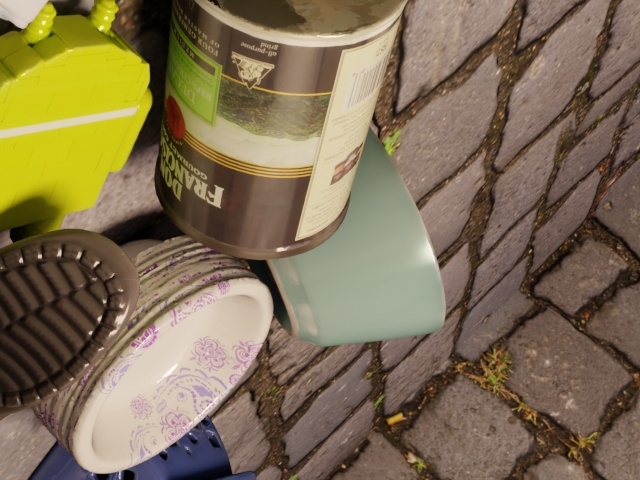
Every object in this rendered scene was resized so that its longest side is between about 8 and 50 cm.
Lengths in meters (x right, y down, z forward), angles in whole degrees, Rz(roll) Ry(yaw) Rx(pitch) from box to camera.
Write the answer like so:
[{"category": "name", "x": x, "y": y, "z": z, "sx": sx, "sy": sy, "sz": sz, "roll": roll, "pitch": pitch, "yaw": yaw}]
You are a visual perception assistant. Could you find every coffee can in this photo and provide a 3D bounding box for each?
[{"category": "coffee can", "x": -0.045, "y": -0.146, "z": 0.954, "sx": 0.201, "sy": 0.201, "sz": 0.275, "roll": -33, "pitch": 153, "yaw": -34}]

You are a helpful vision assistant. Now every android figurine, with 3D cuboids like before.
[{"category": "android figurine", "x": -0.243, "y": -0.088, "z": 0.868, "sx": 0.248, "sy": 0.056, "sz": 0.273, "roll": -21, "pitch": 149, "yaw": -48}]

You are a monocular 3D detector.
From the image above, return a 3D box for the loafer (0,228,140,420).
[{"category": "loafer", "x": -0.306, "y": 0.097, "z": 0.942, "sx": 0.366, "sy": 0.134, "sz": 0.130, "roll": -33, "pitch": -171, "yaw": 19}]

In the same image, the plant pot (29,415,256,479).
[{"category": "plant pot", "x": -0.242, "y": 0.357, "z": 1.414, "sx": 0.236, "sy": 0.212, "sz": 0.236, "roll": -53, "pitch": 159, "yaw": 10}]

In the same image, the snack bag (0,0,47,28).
[{"category": "snack bag", "x": -0.166, "y": -0.302, "z": 0.575, "sx": 0.342, "sy": 0.037, "sz": 0.323, "roll": -43, "pitch": 152, "yaw": 9}]

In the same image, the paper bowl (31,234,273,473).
[{"category": "paper bowl", "x": -0.202, "y": 0.113, "z": 1.164, "sx": 0.284, "sy": 0.148, "sz": 0.284, "roll": -40, "pitch": 157, "yaw": -20}]

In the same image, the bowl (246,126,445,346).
[{"category": "bowl", "x": 0.000, "y": 0.000, "z": 1.214, "sx": 0.163, "sy": 0.311, "sz": 0.311, "roll": -25, "pitch": 153, "yaw": -10}]
